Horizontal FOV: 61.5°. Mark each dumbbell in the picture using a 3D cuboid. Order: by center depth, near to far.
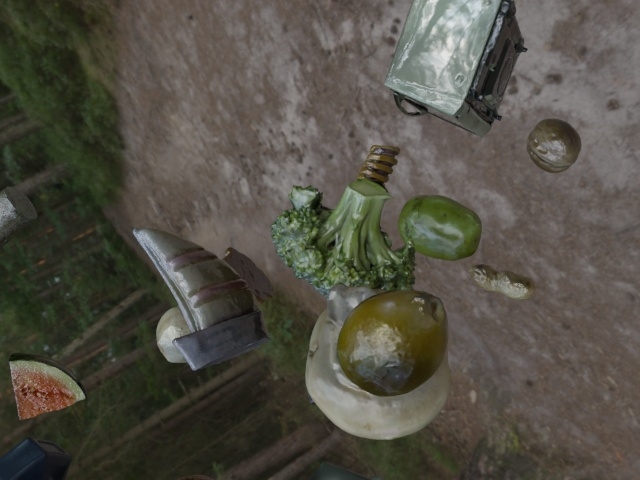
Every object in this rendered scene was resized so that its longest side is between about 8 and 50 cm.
[{"bbox_3d":[-0.451,0.490,0.950,0.316,0.157,0.143,26,-168,25],"label":"dumbbell"}]

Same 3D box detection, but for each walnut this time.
[{"bbox_3d":[0.651,-0.267,1.507,0.162,0.140,0.140,57,164,35],"label":"walnut"}]

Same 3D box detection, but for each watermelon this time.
[{"bbox_3d":[-0.443,0.236,0.844,0.125,0.094,0.135,31,145,-25],"label":"watermelon"}]

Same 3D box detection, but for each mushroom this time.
[{"bbox_3d":[0.097,0.219,1.053,0.314,0.314,0.336,46,170,37],"label":"mushroom"}]

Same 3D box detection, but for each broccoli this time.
[{"bbox_3d":[0.054,0.008,1.338,0.338,0.277,0.318,6,115,37],"label":"broccoli"}]

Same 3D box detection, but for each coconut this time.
[{"bbox_3d":[-0.398,0.279,1.583,0.162,0.161,0.161,53,164,53],"label":"coconut"}]

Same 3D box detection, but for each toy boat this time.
[{"bbox_3d":[-0.200,0.111,1.037,0.276,0.111,0.294,21,-138,-55],"label":"toy boat"}]

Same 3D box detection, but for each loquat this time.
[{"bbox_3d":[0.110,0.146,0.797,0.152,0.152,0.195,56,130,13],"label":"loquat"}]

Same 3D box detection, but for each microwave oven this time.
[{"bbox_3d":[0.383,-0.471,1.452,0.247,0.333,0.394,25,-167,24],"label":"microwave oven"}]

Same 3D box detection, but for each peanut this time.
[{"bbox_3d":[0.618,0.139,1.844,0.227,0.086,0.104,16,150,26],"label":"peanut"}]

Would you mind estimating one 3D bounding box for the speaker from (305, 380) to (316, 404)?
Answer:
[{"bbox_3d":[0.056,0.453,1.732,0.044,0.218,0.082,28,-143,-51],"label":"speaker"}]

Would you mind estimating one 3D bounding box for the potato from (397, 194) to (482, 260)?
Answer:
[{"bbox_3d":[0.392,-0.043,1.801,0.304,0.215,0.216,32,149,47],"label":"potato"}]

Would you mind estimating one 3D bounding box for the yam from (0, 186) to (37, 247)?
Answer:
[{"bbox_3d":[-0.767,-0.013,1.229,0.106,0.259,0.106,52,-172,-11],"label":"yam"}]

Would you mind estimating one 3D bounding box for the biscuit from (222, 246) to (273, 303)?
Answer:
[{"bbox_3d":[-0.264,0.132,1.918,0.290,0.041,0.209,38,-160,-52],"label":"biscuit"}]

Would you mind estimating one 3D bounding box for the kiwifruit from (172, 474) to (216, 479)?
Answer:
[{"bbox_3d":[-0.296,0.667,1.228,0.196,0.195,0.234,160,99,-73],"label":"kiwifruit"}]

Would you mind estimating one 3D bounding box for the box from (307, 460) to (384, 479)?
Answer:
[{"bbox_3d":[0.016,0.555,1.042,0.135,0.243,0.163,12,119,32],"label":"box"}]

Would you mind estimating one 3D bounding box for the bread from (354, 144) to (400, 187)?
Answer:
[{"bbox_3d":[0.220,-0.267,2.063,0.081,0.134,0.225,44,114,45],"label":"bread"}]
